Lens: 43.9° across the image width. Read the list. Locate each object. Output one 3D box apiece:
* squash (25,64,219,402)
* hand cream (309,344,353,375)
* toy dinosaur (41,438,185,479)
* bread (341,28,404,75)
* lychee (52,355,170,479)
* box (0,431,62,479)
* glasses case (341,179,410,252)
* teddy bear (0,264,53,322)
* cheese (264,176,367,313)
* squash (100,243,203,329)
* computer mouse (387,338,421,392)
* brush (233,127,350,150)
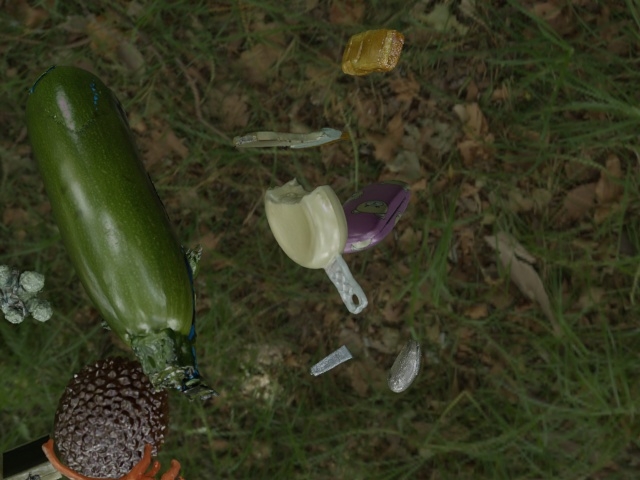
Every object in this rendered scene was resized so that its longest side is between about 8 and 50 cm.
[{"bbox_3d":[-0.161,-0.019,0.614,0.087,0.331,0.087,-22,152,-12],"label":"squash"},{"bbox_3d":[0.019,0.242,1.579,0.093,0.019,0.030,-33,78,13],"label":"hand cream"},{"bbox_3d":[-0.260,0.343,1.141,0.279,0.101,0.055,27,124,1],"label":"toy dinosaur"},{"bbox_3d":[0.088,-0.322,1.362,0.053,0.132,0.074,17,88,-31],"label":"bread"},{"bbox_3d":[-0.519,0.456,2.004,0.306,0.306,0.330,40,118,-14],"label":"lychee"},{"bbox_3d":[-0.424,0.329,1.163,0.079,0.083,0.035,-21,114,-15],"label":"box"},{"bbox_3d":[0.100,-0.054,1.633,0.123,0.316,0.076,-9,110,25],"label":"glasses case"},{"bbox_3d":[-0.686,0.114,1.738,0.213,0.111,0.133,-3,102,5],"label":"teddy bear"},{"bbox_3d":[-0.008,0.011,1.339,0.163,0.070,0.249,-17,94,54],"label":"cheese"},{"bbox_3d":[-0.379,0.125,1.865,0.318,0.071,0.080,-38,92,10],"label":"squash"},{"bbox_3d":[0.149,0.218,1.363,0.039,0.066,0.096,28,99,-2],"label":"computer mouse"},{"bbox_3d":[-0.040,-0.149,1.160,0.085,0.336,0.020,-11,93,21],"label":"brush"}]
